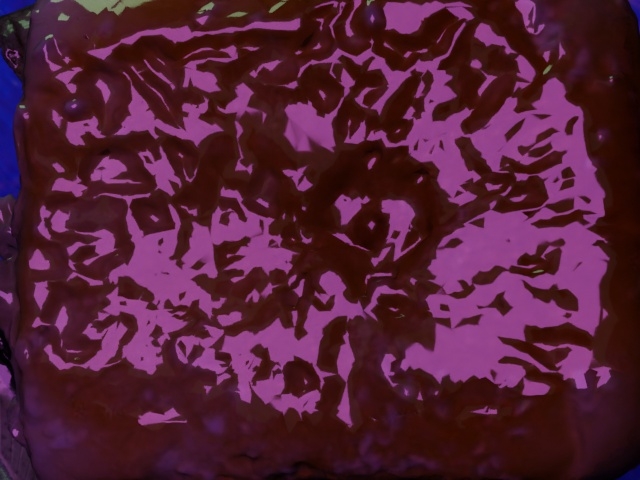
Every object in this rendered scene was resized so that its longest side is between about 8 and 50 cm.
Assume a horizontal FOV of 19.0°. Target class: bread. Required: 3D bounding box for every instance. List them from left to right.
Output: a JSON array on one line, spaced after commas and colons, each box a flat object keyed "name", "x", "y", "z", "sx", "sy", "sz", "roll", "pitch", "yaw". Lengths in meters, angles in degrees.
[{"name": "bread", "x": 0.000, "y": 0.000, "z": 0.697, "sx": 0.246, "sy": 0.176, "sz": 0.195, "roll": -2, "pitch": 82, "yaw": 8}]

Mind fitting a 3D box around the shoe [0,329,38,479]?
[{"name": "shoe", "x": -0.124, "y": 0.102, "z": 0.744, "sx": 0.077, "sy": 0.074, "sz": 0.194, "roll": -34, "pitch": 64, "yaw": 10}]

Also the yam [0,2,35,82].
[{"name": "yam", "x": -0.057, "y": -0.085, "z": 0.795, "sx": 0.147, "sy": 0.069, "sz": 0.069, "roll": -15, "pitch": 68, "yaw": 7}]
